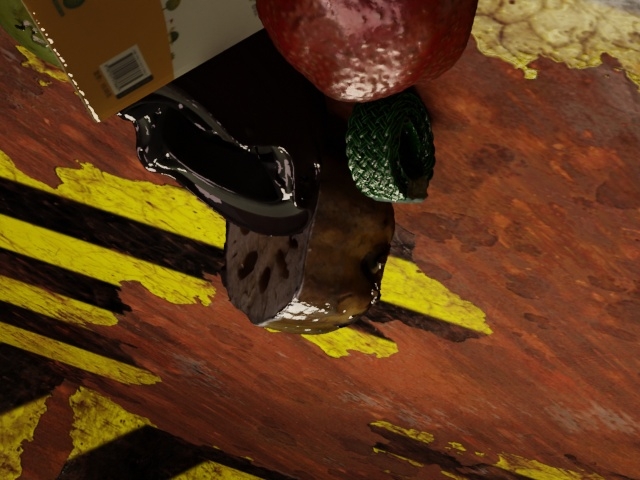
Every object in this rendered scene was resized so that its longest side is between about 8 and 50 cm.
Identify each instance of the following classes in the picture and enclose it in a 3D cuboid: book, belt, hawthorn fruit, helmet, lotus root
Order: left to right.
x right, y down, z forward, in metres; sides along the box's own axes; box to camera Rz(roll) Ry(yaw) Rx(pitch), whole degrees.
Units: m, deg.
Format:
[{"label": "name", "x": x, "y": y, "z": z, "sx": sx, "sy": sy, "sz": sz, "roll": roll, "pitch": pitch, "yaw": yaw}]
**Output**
[{"label": "book", "x": -0.113, "y": -0.239, "z": 1.093, "sx": 0.020, "sy": 0.295, "sz": 0.208, "roll": 55, "pitch": 172, "yaw": 29}, {"label": "helmet", "x": -0.094, "y": -0.147, "z": 1.352, "sx": 0.225, "sy": 0.177, "sz": 0.305, "roll": 15, "pitch": 160, "yaw": 25}, {"label": "lotus root", "x": 0.000, "y": 0.000, "z": 1.531, "sx": 0.192, "sy": 0.272, "sz": 0.272, "roll": 16, "pitch": 160, "yaw": -24}, {"label": "hawthorn fruit", "x": 0.047, "y": -0.240, "z": 1.026, "sx": 0.205, "sy": 0.205, "sz": 0.253, "roll": 19, "pitch": 150, "yaw": 2}, {"label": "belt", "x": 0.075, "y": -0.104, "z": 1.377, "sx": 0.079, "sy": 0.121, "sz": 0.151, "roll": 4, "pitch": 156, "yaw": 28}]

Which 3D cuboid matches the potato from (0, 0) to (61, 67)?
[{"label": "potato", "x": -0.242, "y": -0.289, "z": 1.134, "sx": 0.216, "sy": 0.216, "sz": 0.304, "roll": 7, "pitch": 143, "yaw": 28}]
